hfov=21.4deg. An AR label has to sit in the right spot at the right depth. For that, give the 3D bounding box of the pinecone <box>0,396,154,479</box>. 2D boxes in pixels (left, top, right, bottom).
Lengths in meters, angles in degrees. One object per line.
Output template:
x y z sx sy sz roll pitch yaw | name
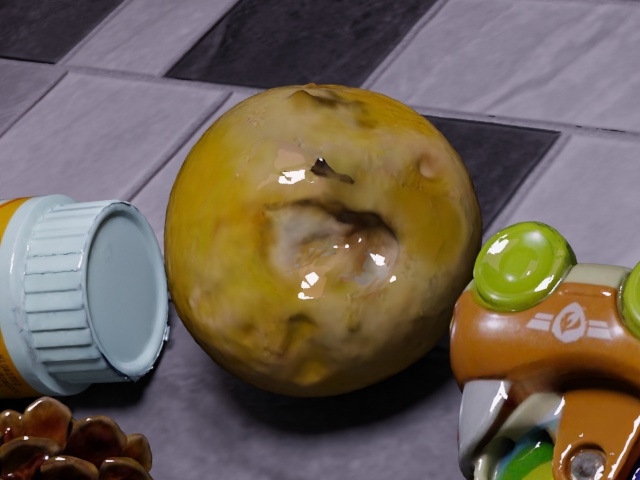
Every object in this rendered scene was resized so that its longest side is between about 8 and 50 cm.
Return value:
-0.172 0.215 1.041 0.168 0.186 0.212 -22 36 22 | pinecone

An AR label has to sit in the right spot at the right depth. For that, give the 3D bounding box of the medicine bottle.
-0.288 0.049 1.338 0.318 0.158 0.158 -5 39 21 | medicine bottle

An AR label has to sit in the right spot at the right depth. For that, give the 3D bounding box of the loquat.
0.000 0.000 1.212 0.243 0.244 0.244 -14 36 10 | loquat

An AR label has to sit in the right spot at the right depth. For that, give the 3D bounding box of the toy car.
0.171 0.118 1.050 0.235 0.145 0.235 -17 50 21 | toy car
